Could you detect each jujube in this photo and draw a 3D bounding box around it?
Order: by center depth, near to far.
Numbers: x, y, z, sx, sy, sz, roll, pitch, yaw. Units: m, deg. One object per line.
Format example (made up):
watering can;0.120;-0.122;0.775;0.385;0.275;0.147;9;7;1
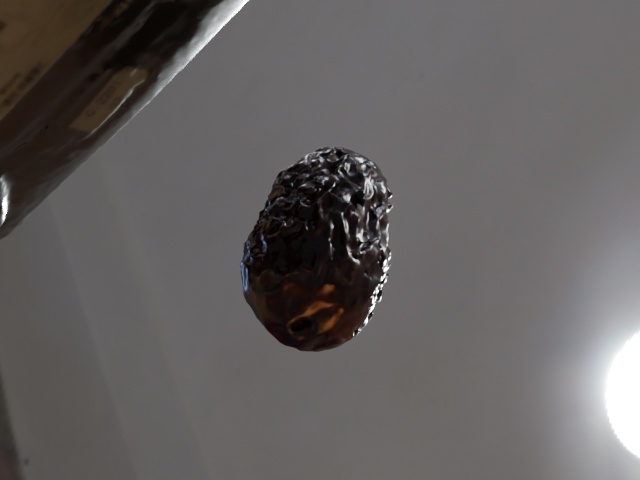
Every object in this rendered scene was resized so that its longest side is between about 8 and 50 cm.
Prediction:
jujube;-0.002;-0.003;0.817;0.104;0.104;0.166;-35;-149;31

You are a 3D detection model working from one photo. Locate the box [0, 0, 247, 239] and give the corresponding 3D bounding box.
box;-0.198;-0.146;0.676;0.359;0.350;0.091;-43;-117;12
